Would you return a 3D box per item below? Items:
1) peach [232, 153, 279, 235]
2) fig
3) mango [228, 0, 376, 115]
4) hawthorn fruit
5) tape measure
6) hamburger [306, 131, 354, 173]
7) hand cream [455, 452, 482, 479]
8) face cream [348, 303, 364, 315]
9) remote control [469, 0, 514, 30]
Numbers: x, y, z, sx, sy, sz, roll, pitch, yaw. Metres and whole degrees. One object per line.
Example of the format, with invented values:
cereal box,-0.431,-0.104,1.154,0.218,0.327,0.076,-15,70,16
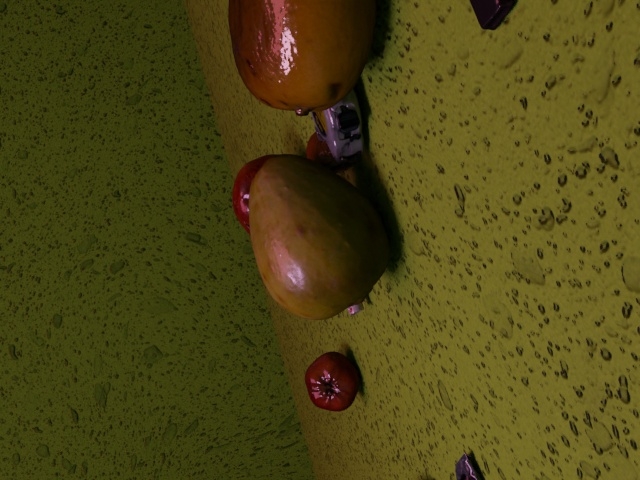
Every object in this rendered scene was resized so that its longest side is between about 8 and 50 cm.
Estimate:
peach,-0.119,-0.107,1.833,0.231,0.231,0.231,163,90,-77
fig,-0.015,-0.017,1.381,0.326,0.258,0.258,60,166,2
mango,-0.028,-0.410,1.102,0.301,0.221,0.445,-116,25,-55
hawthorn fruit,0.037,0.381,1.999,0.203,0.163,0.162,-56,-50,-83
tape measure,-0.004,-0.303,1.380,0.164,0.084,0.330,95,153,-54
hamburger,0.009,-0.187,1.475,0.176,0.087,0.102,156,96,-79
hand cream,0.296,0.499,1.257,0.075,0.052,0.248,-52,47,47
face cream,0.046,0.060,1.661,0.075,0.075,0.229,110,140,-69
remote control,0.154,-0.352,0.801,0.063,0.025,0.245,129,123,-70
